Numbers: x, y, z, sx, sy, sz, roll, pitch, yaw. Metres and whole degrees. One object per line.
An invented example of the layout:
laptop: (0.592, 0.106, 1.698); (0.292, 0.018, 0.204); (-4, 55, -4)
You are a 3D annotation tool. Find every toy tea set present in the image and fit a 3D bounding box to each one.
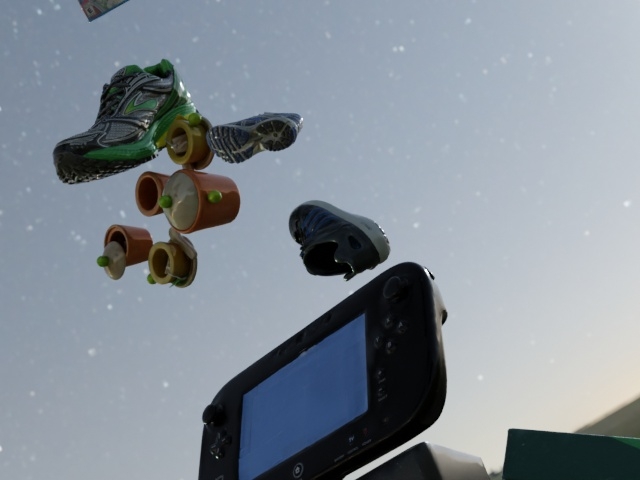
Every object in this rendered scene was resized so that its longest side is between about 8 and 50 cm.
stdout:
toy tea set: (-0.259, -0.035, 1.567); (0.124, 0.200, 0.336); (-4, -39, -44)

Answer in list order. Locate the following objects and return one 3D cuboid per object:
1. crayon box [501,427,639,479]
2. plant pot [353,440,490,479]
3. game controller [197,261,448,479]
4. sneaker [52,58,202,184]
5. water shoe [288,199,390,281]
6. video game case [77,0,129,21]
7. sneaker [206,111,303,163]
crayon box: (0.380, 0.412, 1.232); (0.313, 0.363, 0.106); (3, 30, 14)
plant pot: (0.069, 0.286, 0.806); (0.187, 0.167, 0.188); (-34, -26, 11)
game controller: (-0.008, 0.149, 0.896); (0.067, 0.166, 0.319); (35, -52, -22)
sneaker: (-0.321, -0.190, 1.600); (0.134, 0.146, 0.343); (-16, 17, 27)
water shoe: (0.000, 0.000, 1.240); (0.080, 0.073, 0.203); (-33, 22, -24)
video game case: (-0.342, -0.434, 1.527); (0.119, 0.166, 0.015); (-25, 9, 15)
sneaker: (-0.079, -0.131, 1.248); (0.135, 0.052, 0.058); (-2, 26, 30)
